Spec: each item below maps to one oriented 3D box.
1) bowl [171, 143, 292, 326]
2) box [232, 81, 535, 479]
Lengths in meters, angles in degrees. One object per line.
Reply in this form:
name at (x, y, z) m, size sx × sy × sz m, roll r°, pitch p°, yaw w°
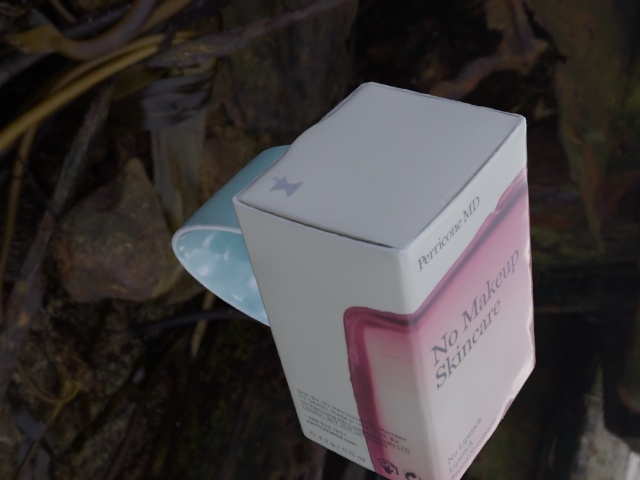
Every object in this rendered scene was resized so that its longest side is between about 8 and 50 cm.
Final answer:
bowl at (0.000, 0.000, 1.043) m, size 0.163 × 0.312 × 0.311 m, roll -67°, pitch 156°, yaw -21°
box at (0.057, 0.035, 0.608) m, size 0.148 × 0.127 × 0.232 m, roll -45°, pitch 139°, yaw -33°
